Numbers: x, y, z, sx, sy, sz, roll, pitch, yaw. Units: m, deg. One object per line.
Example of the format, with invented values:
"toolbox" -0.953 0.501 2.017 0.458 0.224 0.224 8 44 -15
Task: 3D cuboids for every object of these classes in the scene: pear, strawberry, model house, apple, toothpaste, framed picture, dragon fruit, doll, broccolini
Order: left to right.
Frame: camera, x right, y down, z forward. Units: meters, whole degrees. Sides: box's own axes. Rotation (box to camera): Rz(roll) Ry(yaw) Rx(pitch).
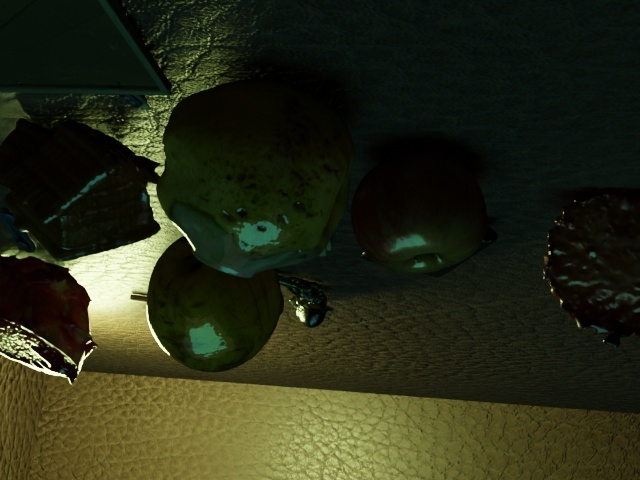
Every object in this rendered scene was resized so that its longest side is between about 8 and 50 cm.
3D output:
"framed picture" -0.371 -0.248 1.208 0.324 0.020 0.240 3 158 15
"dragon fruit" -0.706 0.165 2.394 0.371 0.249 0.386 30 153 -16
"model house" -0.376 -0.100 1.516 0.220 0.199 0.229 -26 151 -30
"toothpaste" -0.274 -0.210 1.314 0.037 0.021 0.140 -7 154 30
"pear" -0.209 0.112 1.915 0.281 0.280 0.280 7 163 2
"pear" -0.086 -0.089 1.290 0.271 0.271 0.271 7 163 2
"broccolini" -0.092 0.082 2.173 0.239 0.051 0.054 26 133 -29
"doll" -0.022 0.155 2.311 0.102 0.088 0.179 13 -174 -14
"apple" 0.146 -0.042 1.433 0.210 0.164 0.209 -4 163 -1
"strawberry" 0.467 0.036 1.517 0.234 0.233 0.178 1 -175 23

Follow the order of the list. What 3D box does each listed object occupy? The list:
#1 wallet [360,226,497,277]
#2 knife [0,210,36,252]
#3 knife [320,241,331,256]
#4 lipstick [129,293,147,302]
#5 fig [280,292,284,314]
"wallet" 0.188 0.007 1.780 0.171 0.044 0.321 11 166 -8
"knife" -0.659 -0.015 2.133 0.044 0.026 0.296 20 163 0
"knife" 0.000 0.000 1.873 0.044 0.023 0.162 10 164 2
"lipstick" -0.461 0.158 2.623 0.094 0.019 0.019 8 163 1
"fig" -0.156 0.141 2.212 0.166 0.144 0.154 -4 156 -32
